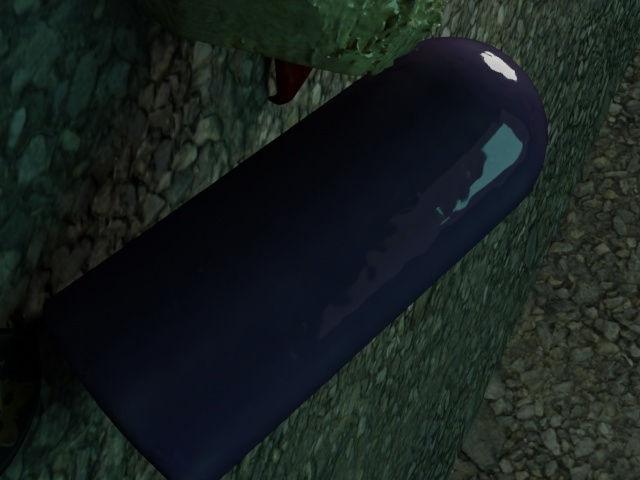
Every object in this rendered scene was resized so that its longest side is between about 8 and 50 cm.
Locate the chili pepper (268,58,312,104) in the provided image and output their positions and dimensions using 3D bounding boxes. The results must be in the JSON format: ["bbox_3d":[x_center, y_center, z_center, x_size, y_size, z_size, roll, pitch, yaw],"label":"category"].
[{"bbox_3d":[0.026,-0.328,1.430,0.368,0.091,0.137,-59,175,-15],"label":"chili pepper"}]

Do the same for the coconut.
[{"bbox_3d":[-0.005,-0.307,1.070,0.297,0.297,0.310,-22,130,-64],"label":"coconut"}]

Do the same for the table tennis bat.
[{"bbox_3d":[-0.291,0.137,1.059,0.236,0.027,0.150,29,79,-71],"label":"table tennis bat"}]

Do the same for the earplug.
[{"bbox_3d":[0.000,0.000,1.143,0.456,0.215,0.215,-39,155,-1],"label":"earplug"}]
